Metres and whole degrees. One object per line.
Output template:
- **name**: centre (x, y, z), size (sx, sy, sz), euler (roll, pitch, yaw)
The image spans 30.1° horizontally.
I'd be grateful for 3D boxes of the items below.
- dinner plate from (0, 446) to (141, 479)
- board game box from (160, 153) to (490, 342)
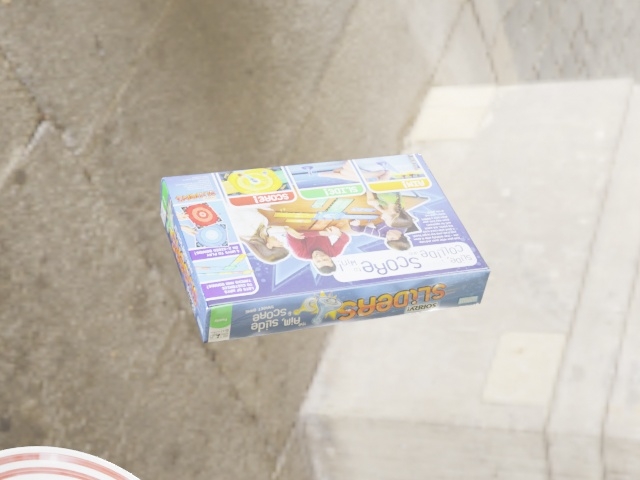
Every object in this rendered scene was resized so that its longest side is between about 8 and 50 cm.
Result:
- **dinner plate**: centre (-0.121, 0.157, 0.563), size (0.141, 0.141, 0.017), euler (-37, 160, -56)
- **board game box**: centre (0.000, 0.000, 0.836), size (0.136, 0.201, 0.035), euler (-114, -155, -44)
